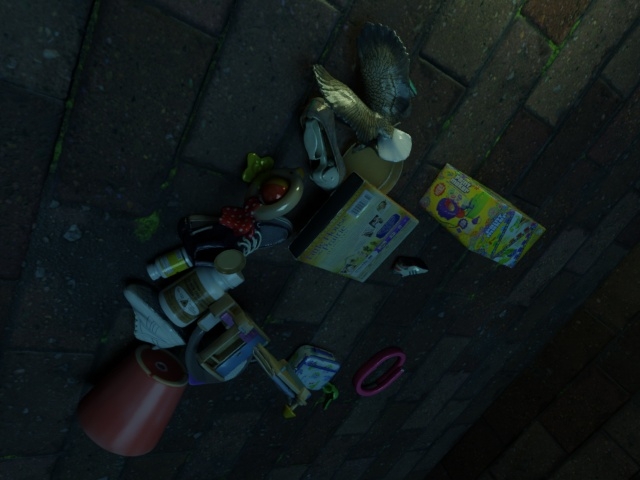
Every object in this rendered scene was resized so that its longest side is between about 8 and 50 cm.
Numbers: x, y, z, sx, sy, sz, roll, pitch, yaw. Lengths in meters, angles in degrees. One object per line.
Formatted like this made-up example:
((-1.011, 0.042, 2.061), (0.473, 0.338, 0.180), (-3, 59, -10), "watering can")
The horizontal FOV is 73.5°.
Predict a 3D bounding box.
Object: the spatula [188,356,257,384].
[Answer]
((-0.343, 0.476, 1.598), (0.296, 0.030, 0.084), (-14, 127, -18), "spatula")

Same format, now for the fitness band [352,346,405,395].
((0.283, 0.622, 2.028), (0.291, 0.054, 0.209), (-46, 132, 8), "fitness band")

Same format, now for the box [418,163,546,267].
((0.548, -0.086, 1.474), (0.279, 0.290, 0.177), (19, 114, -36), "box")

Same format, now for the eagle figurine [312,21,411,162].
((0.117, -0.351, 1.099), (0.225, 0.227, 0.298), (-2, 150, 12), "eagle figurine")

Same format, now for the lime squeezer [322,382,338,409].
((0.017, 0.679, 1.941), (0.109, 0.059, 0.310), (-9, 136, 17), "lime squeezer")

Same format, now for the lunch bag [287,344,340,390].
((-0.037, 0.524, 1.761), (0.219, 0.090, 0.176), (31, 103, -41), "lunch bag")

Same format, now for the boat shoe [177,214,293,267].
((-0.220, 0.007, 1.223), (0.340, 0.158, 0.127), (-4, 126, -25), "boat shoe")

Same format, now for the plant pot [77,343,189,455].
((-0.564, 0.481, 1.346), (0.275, 0.275, 0.243), (34, 95, -41), "plant pot")

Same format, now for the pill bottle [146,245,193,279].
((-0.430, 0.067, 1.221), (0.116, 0.065, 0.065), (-24, 132, -9), "pill bottle")

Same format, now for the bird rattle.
((-0.146, -0.119, 1.111), (0.206, 0.254, 0.143), (-6, 133, 26), "bird rattle")

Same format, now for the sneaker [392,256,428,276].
((0.350, 0.110, 1.684), (0.161, 0.057, 0.075), (9, 136, -34), "sneaker")

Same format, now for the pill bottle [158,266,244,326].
((-0.349, 0.143, 1.275), (0.229, 0.131, 0.131), (-34, 133, -1), "pill bottle")

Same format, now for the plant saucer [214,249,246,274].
((-0.239, 0.054, 1.130), (0.083, 0.015, 0.084), (-11, 129, -14), "plant saucer")

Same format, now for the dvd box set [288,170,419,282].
((0.124, -0.021, 1.386), (0.308, 0.062, 0.420), (-50, 145, 13), "dvd box set")

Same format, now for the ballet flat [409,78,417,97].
((0.202, -0.459, 1.173), (0.070, 0.070, 0.188), (-39, 131, 4), "ballet flat")

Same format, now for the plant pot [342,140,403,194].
((0.148, -0.221, 1.334), (0.236, 0.032, 0.237), (-15, 130, -18), "plant pot")

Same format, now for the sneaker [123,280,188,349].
((-0.511, 0.243, 1.286), (0.129, 0.111, 0.297), (-22, 131, -4), "sneaker")

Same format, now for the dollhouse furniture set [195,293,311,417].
((-0.214, 0.370, 1.226), (0.198, 0.303, 0.286), (-40, 138, -10), "dollhouse furniture set")

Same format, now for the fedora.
((-0.334, 0.323, 1.423), (0.243, 0.124, 0.276), (0, 115, -31), "fedora")

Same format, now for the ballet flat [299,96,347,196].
((0.001, -0.230, 1.190), (0.106, 0.107, 0.316), (-58, 141, -43), "ballet flat")
